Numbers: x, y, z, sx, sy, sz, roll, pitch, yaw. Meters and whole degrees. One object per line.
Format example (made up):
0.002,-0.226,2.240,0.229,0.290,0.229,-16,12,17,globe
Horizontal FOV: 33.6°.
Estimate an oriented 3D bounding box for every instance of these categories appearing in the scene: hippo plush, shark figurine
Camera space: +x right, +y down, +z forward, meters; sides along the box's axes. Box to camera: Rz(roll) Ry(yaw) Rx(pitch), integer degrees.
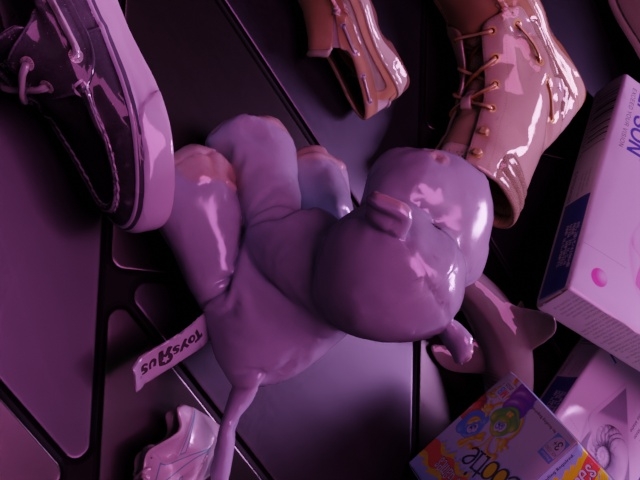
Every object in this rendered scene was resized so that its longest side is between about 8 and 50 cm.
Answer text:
0.000,0.000,0.836,0.234,0.236,0.294,54,48,-16,hippo plush
0.173,0.074,1.072,0.278,0.116,0.166,51,57,-26,shark figurine

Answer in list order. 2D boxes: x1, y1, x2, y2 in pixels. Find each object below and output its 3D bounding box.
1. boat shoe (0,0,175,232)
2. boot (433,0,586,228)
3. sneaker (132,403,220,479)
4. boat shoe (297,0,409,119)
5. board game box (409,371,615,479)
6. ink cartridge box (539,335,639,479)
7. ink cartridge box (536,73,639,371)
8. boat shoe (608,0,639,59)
-0.200,-0.142,0.795,0.102,0.108,0.301,-20,96,-38,boat shoe
0.160,-0.161,1.095,0.262,0.095,0.203,48,60,-30,boot
-0.132,0.202,0.857,0.061,0.053,0.152,43,54,-22,sneaker
0.014,-0.198,1.000,0.072,0.068,0.190,-45,114,-20,boat shoe
0.242,0.288,1.054,0.142,0.144,0.275,-43,117,2,board game box
0.345,0.226,1.236,0.223,0.045,0.224,-48,115,-32,ink cartridge box
0.427,0.018,1.219,0.330,0.071,0.324,30,56,-12,ink cartridge box
0.442,-0.286,1.323,0.340,0.127,0.113,64,24,-6,boat shoe
